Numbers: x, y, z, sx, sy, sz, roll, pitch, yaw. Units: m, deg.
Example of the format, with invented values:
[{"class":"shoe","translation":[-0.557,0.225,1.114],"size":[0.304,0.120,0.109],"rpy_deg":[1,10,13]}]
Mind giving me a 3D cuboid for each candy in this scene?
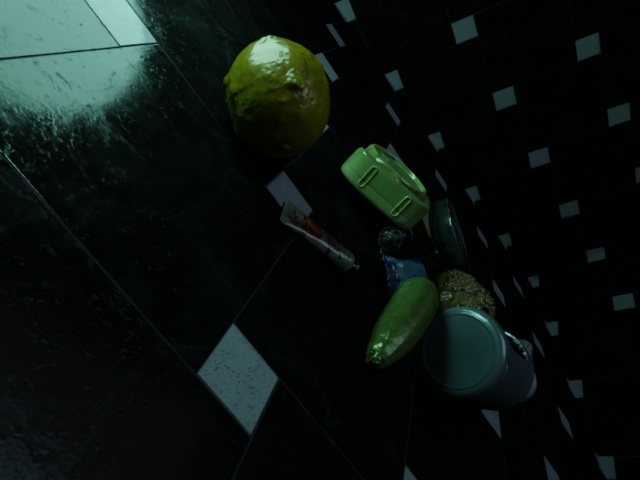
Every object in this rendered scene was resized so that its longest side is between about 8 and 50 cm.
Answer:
[{"class":"candy","translation":[0.267,0.120,1.391],"size":[0.331,0.077,0.187],"rpy_deg":[6,64,-56]}]

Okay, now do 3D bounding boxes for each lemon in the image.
[{"class":"lemon","translation":[-0.092,-0.316,1.037],"size":[0.233,0.233,0.288],"rpy_deg":[17,60,-54]}]

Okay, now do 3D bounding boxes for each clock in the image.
[{"class":"clock","translation":[0.502,-0.011,1.790],"size":[0.312,0.061,0.312],"rpy_deg":[49,32,-47]},{"class":"clock","translation":[0.218,-0.192,1.504],"size":[0.286,0.117,0.348],"rpy_deg":[41,22,-3]}]

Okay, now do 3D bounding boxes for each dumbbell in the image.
[{"class":"dumbbell","translation":[0.235,-0.009,1.455],"size":[0.081,0.082,0.254],"rpy_deg":[64,25,8]}]

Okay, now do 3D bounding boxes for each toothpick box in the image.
[{"class":"toothpick box","translation":[0.441,0.353,1.299],"size":[0.355,0.263,0.263],"rpy_deg":[32,37,-45]}]

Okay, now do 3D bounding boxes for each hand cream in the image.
[{"class":"hand cream","translation":[0.000,0.000,1.082],"size":[0.234,0.050,0.080],"rpy_deg":[40,36,-23]}]

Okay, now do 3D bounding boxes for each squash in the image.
[{"class":"squash","translation":[0.196,0.203,1.122],"size":[0.118,0.118,0.370],"rpy_deg":[56,38,-7]}]

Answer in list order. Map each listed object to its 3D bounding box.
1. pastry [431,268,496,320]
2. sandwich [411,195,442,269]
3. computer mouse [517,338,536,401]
[{"class":"pastry","translation":[0.507,0.229,1.602],"size":[0.311,0.162,0.255],"rpy_deg":[41,30,-36]},{"class":"sandwich","translation":[0.381,-0.041,1.733],"size":[0.226,0.087,0.251],"rpy_deg":[65,24,-16]},{"class":"computer mouse","translation":[0.648,0.429,1.633],"size":[0.121,0.184,0.297],"rpy_deg":[61,31,-22]}]
